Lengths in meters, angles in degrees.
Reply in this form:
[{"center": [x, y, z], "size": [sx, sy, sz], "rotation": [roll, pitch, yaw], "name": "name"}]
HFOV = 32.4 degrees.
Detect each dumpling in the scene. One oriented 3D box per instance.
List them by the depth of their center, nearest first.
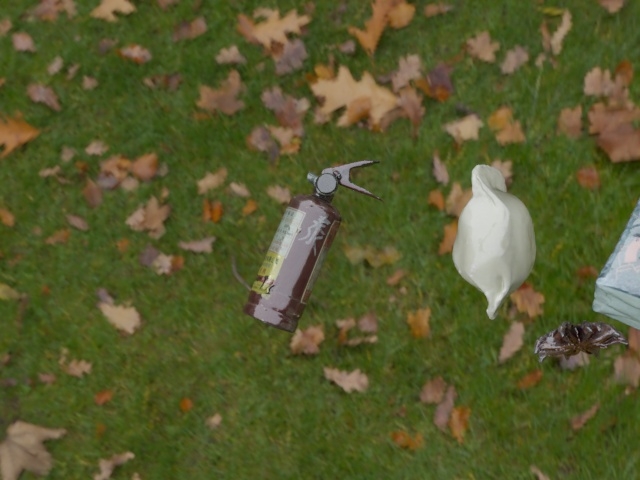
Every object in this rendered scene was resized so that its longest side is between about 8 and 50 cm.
[{"center": [0.280, 0.002, 1.783], "size": [0.132, 0.162, 0.250], "rotation": [-3, 93, 19], "name": "dumpling"}]

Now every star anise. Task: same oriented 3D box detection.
[{"center": [0.374, 0.145, 1.608], "size": [0.141, 0.141, 0.042], "rotation": [-11, 64, 13], "name": "star anise"}]

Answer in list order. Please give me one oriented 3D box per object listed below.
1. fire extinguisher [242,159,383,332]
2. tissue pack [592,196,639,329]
[{"center": [-0.005, -0.002, 1.426], "size": [0.252, 0.106, 0.075], "rotation": [-66, 21, -4], "name": "fire extinguisher"}, {"center": [0.515, -0.007, 1.416], "size": [0.228, 0.103, 0.315], "rotation": [24, 64, 19], "name": "tissue pack"}]
